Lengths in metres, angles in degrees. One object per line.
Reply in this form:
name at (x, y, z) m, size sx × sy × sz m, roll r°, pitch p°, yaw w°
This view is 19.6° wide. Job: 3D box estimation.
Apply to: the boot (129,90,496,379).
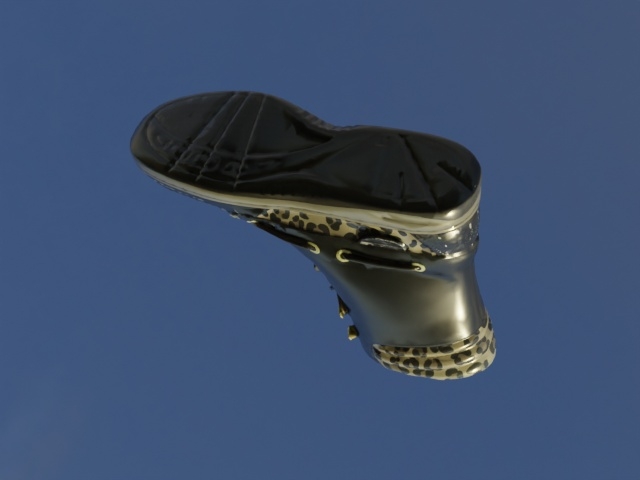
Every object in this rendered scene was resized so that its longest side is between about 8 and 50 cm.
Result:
boot at (0.000, 0.001, 1.180) m, size 0.236 × 0.085 × 0.179 m, roll 12°, pitch -37°, yaw 25°
